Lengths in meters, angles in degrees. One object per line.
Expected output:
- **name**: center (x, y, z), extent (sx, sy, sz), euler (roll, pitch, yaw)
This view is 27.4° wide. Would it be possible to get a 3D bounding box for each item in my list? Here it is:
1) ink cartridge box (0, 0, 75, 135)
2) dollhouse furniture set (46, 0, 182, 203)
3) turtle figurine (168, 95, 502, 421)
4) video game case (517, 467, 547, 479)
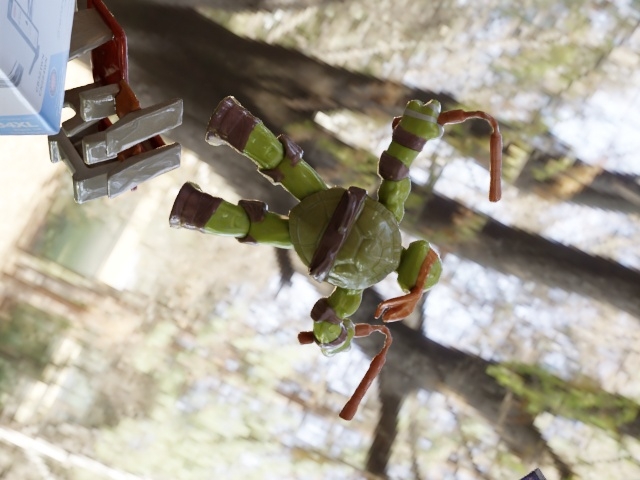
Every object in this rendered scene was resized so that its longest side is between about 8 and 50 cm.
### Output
- **ink cartridge box**: center (-0.249, -0.179, 0.944), extent (0.203, 0.085, 0.148), euler (70, 23, -73)
- **dollhouse furniture set**: center (-0.239, -0.168, 1.485), extent (0.135, 0.262, 0.259), euler (-25, 152, -22)
- **turtle figurine**: center (0.000, 0.000, 0.971), extent (0.087, 0.217, 0.270), euler (-60, 175, -67)
- **video game case**: center (0.156, 0.258, 1.090), extent (0.122, 0.087, 0.011), euler (-32, 171, -10)
